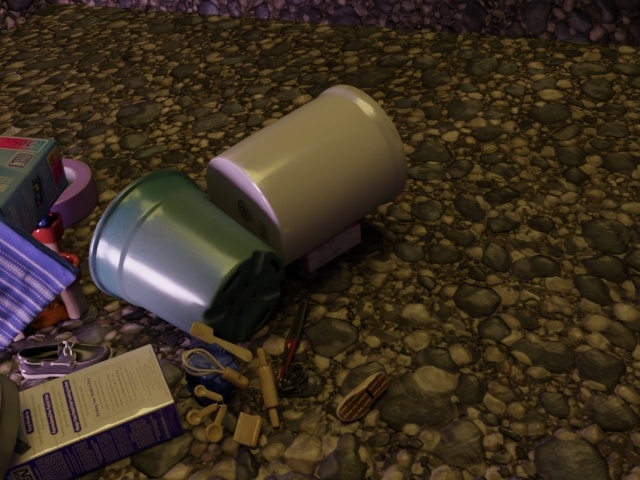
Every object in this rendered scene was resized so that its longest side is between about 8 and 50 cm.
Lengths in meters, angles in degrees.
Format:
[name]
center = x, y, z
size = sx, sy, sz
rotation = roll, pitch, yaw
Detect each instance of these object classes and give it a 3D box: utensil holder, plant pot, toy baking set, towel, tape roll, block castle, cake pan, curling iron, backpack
[utensil holder]
center = -0.038, -0.152, 1.820
size = 0.385, 0.328, 0.327
rotation = -33, 44, -26
[plant pot]
center = -0.284, 0.059, 1.702
size = 0.334, 0.341, 0.341
rotation = 30, 50, 29
[toy baking set]
center = -0.175, 0.281, 1.474
size = 0.196, 0.030, 0.256
rotation = 2, 70, -33
[towel]
center = -0.725, 0.123, 1.631
size = 0.336, 0.243, 0.040
rotation = -46, 38, -3
[tape roll]
center = -0.801, -0.134, 2.205
size = 0.274, 0.090, 0.275
rotation = -4, 36, 3
[block castle]
center = -0.815, 0.096, 1.800
size = 0.453, 0.213, 0.303
rotation = -20, 39, -17
[cake pan]
center = -0.648, 0.376, 1.402
size = 0.054, 0.293, 0.293
rotation = 24, 17, -39
[curling iron]
center = -0.051, 0.231, 1.657
size = 0.068, 0.035, 0.274
rotation = 2, 38, 4
[backpack]
center = -0.224, 0.284, 1.543
size = 0.101, 0.120, 0.098
rotation = 41, 51, 20

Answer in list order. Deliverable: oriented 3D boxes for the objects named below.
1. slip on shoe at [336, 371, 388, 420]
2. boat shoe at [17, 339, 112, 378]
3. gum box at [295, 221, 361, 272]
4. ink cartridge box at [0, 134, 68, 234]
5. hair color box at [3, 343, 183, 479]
[slip on shoe]
center = 0.081, 0.317, 1.522
size = 0.135, 0.051, 0.041
rotation = -41, 9, -27
[boat shoe]
center = -0.572, 0.259, 1.671
size = 0.206, 0.065, 0.075
rotation = -8, 37, -3
[gum box]
center = 0.000, 0.000, 1.930
size = 0.188, 0.062, 0.107
rotation = -30, 43, -27
[ink cartridge box]
center = -0.804, -0.083, 1.747
size = 0.269, 0.151, 0.396
rotation = 5, 42, 9
[hair color box]
center = -0.466, 0.356, 1.495
size = 0.338, 0.110, 0.185
rotation = -18, 39, -17
